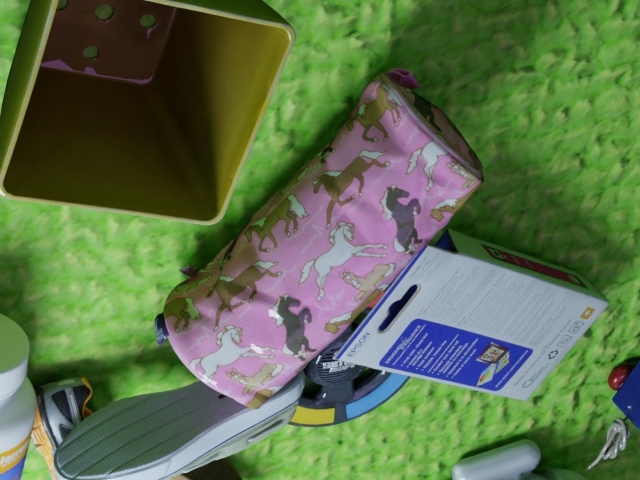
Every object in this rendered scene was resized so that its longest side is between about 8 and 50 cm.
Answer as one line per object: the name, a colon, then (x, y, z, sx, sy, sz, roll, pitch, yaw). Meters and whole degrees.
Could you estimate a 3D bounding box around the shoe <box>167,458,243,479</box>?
shoe: (-0.167, 0.290, 1.691, 0.058, 0.076, 0.219, -25, 131, 29)

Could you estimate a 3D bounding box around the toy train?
toy train: (0.469, 0.218, 1.887, 0.143, 0.105, 0.248, 4, 126, -42)

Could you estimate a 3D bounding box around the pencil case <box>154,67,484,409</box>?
pencil case: (0.000, 0.000, 1.458, 0.167, 0.160, 0.386, 42, 104, -13)

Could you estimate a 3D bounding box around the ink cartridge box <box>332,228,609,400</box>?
ink cartridge box: (0.177, 0.089, 1.631, 0.371, 0.069, 0.175, 15, 119, -46)

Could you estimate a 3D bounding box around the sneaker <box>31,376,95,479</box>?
sneaker: (-0.279, 0.244, 1.594, 0.083, 0.084, 0.215, -24, 132, -11)

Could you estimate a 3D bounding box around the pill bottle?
pill bottle: (-0.388, 0.211, 1.471, 0.152, 0.152, 0.272, 3, 126, -25)

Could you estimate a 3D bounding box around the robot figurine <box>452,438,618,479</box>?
robot figurine: (0.265, 0.429, 1.891, 0.353, 0.200, 0.300, -10, 98, -14)

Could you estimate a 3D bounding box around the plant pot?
plant pot: (-0.176, -0.163, 1.240, 0.212, 0.187, 0.212, 8, 123, -27)

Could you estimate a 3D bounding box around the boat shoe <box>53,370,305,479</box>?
boat shoe: (-0.150, 0.222, 1.554, 0.302, 0.109, 0.094, -20, 137, -17)

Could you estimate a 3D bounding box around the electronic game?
electronic game: (0.020, 0.138, 1.657, 0.229, 0.048, 0.229, -11, 130, -14)
